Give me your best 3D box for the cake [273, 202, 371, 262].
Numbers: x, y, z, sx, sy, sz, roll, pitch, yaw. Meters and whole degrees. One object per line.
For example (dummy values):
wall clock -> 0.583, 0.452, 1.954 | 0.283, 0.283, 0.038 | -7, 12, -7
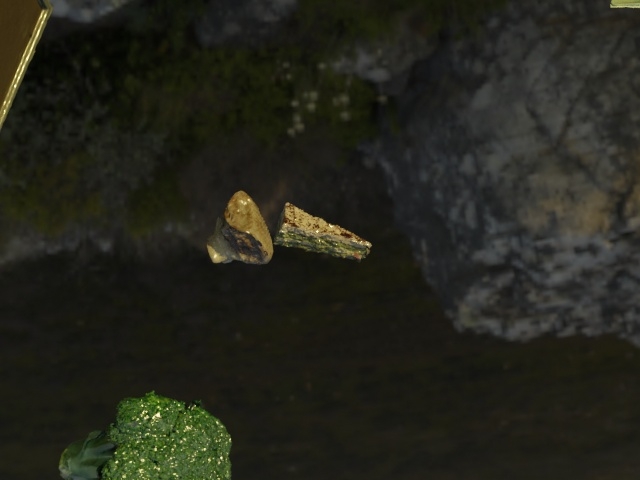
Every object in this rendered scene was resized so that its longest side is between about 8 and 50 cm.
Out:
cake -> 0.000, 0.000, 1.765 | 0.140, 0.055, 0.051 | 24, 136, 5

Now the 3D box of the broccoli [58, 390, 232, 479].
broccoli -> -0.261, 0.353, 1.822 | 0.269, 0.269, 0.254 | -17, 145, 21

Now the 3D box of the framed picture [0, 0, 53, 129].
framed picture -> -0.444, -0.215, 1.612 | 0.022, 0.335, 0.247 | 17, 165, 8

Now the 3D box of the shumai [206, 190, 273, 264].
shumai -> -0.158, -0.005, 2.346 | 0.116, 0.145, 0.145 | -22, 148, 6

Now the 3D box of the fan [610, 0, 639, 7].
fan -> 0.521, -0.367, 1.788 | 0.240, 0.131, 0.009 | -11, 132, -5
